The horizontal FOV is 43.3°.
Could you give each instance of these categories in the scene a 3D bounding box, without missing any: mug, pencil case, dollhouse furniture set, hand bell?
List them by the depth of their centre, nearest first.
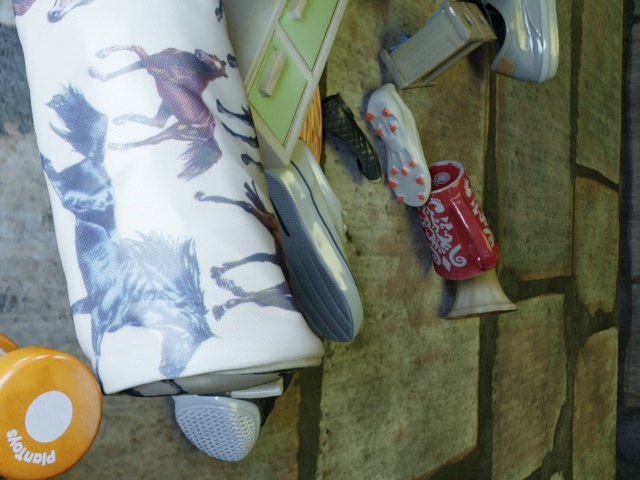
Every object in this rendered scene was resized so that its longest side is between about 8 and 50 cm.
[{"bbox_3d":[-0.118,-0.076,0.596,0.183,0.159,0.411,6,68,-67],"label":"pencil case"},{"bbox_3d":[0.148,-0.341,1.207,0.184,0.129,0.129,60,32,6],"label":"dollhouse furniture set"},{"bbox_3d":[0.226,-0.034,1.292,0.113,0.150,0.169,-45,125,-30],"label":"mug"},{"bbox_3d":[0.269,0.012,1.423,0.126,0.126,0.242,11,70,-59],"label":"hand bell"}]

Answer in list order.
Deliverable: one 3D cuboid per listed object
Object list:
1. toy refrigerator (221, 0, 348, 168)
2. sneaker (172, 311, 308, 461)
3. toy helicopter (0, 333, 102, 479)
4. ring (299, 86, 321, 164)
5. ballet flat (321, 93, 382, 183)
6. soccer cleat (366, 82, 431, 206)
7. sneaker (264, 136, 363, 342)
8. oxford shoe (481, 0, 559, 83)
[{"bbox_3d":[-0.047,-0.210,0.819,0.102,0.094,0.270,51,49,-47],"label":"toy refrigerator"},{"bbox_3d":[-0.092,0.077,0.812,0.153,0.101,0.269,-45,133,-50],"label":"sneaker"},{"bbox_3d":[-0.316,0.114,0.446,0.355,0.140,0.235,40,66,-40],"label":"toy helicopter"},{"bbox_3d":[-0.095,-0.137,0.862,0.336,0.032,0.337,-5,95,-60],"label":"ring"},{"bbox_3d":[0.038,-0.131,1.082,0.173,0.049,0.057,51,4,-47],"label":"ballet flat"},{"bbox_3d":[0.123,-0.139,1.193,0.076,0.068,0.196,-60,136,-43],"label":"soccer cleat"},{"bbox_3d":[0.000,0.000,0.903,0.091,0.094,0.258,-51,133,-39],"label":"sneaker"},{"bbox_3d":[0.353,-0.510,1.505,0.169,0.130,0.450,45,41,-81],"label":"oxford shoe"}]
